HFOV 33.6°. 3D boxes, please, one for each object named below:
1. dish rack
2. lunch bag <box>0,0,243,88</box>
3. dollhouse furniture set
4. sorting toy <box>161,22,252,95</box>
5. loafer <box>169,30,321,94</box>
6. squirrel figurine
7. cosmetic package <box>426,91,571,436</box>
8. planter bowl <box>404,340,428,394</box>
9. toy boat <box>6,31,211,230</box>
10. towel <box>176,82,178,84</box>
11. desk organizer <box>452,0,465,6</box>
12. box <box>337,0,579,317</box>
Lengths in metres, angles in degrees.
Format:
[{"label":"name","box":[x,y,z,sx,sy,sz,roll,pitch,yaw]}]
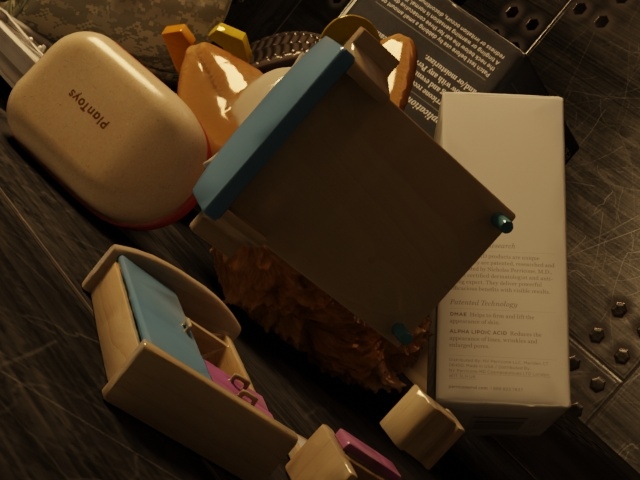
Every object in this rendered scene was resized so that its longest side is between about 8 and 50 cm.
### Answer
[{"label":"dish rack","box":[-0.312,-0.175,1.387,0.285,0.072,0.333,42,7,31]},{"label":"lunch bag","box":[-0.287,-0.363,1.525,0.305,0.212,0.256,13,-15,-26]},{"label":"dollhouse furniture set","box":[0.010,0.017,0.810,0.286,0.303,0.198,37,7,-26]},{"label":"sorting toy","box":[-0.089,-0.168,1.443,0.041,0.229,0.307,-71,150,-46]},{"label":"loafer","box":[-0.133,-0.238,1.766,0.133,0.366,0.130,-77,146,-59]},{"label":"squirrel figurine","box":[0.000,0.000,1.280,0.370,0.281,0.396,71,17,-52]},{"label":"cosmetic package","box":[0.212,0.033,1.302,0.156,0.384,0.217,1,-21,2]},{"label":"planter bowl","box":[0.205,0.190,1.645,0.162,0.109,0.162,39,7,-5]},{"label":"toy boat","box":[-0.215,-0.105,1.144,0.231,0.151,0.151,42,-4,19]},{"label":"towel","box":[-0.317,-0.292,1.789,0.275,0.199,0.031,-130,-150,-64]},{"label":"desk organizer","box":[0.206,-0.383,1.646,0.050,0.047,0.130,41,5,-10]},{"label":"box","box":[0.136,-0.118,1.756,0.297,0.471,0.480,43,7,25]}]
